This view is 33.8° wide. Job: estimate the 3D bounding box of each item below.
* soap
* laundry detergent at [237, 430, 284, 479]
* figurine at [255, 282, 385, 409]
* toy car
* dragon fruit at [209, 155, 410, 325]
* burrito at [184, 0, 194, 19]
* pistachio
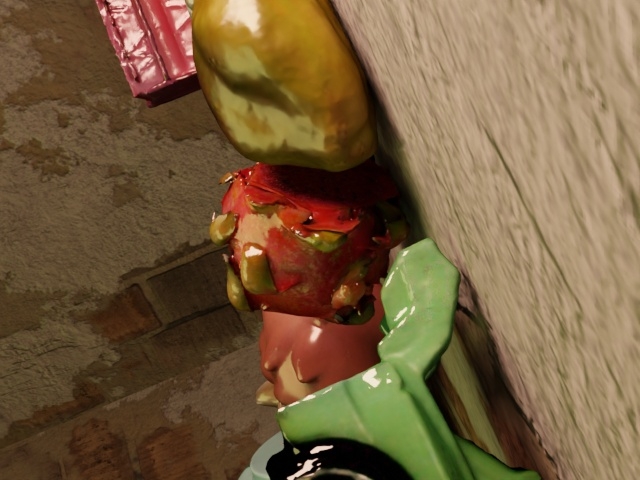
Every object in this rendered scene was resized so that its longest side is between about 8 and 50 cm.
[{"bbox_3d":[-0.143,-0.272,1.009,0.099,0.162,0.250,-30,-80,-87],"label":"soap"},{"bbox_3d":[0.041,0.410,1.461,0.287,0.287,0.305,-127,15,-78],"label":"laundry detergent"},{"bbox_3d":[0.016,0.129,0.967,0.387,0.166,0.207,67,-161,-44],"label":"figurine"},{"bbox_3d":[0.071,0.202,0.622,0.359,0.176,0.213,63,177,15],"label":"toy car"},{"bbox_3d":[0.000,0.000,0.755,0.133,0.150,0.208,32,168,21],"label":"dragon fruit"},{"bbox_3d":[-0.060,-0.185,0.854,0.144,0.089,0.229,60,175,42],"label":"burrito"},{"bbox_3d":[-0.033,-0.119,0.670,0.110,0.100,0.189,64,-177,-61],"label":"pistachio"}]
